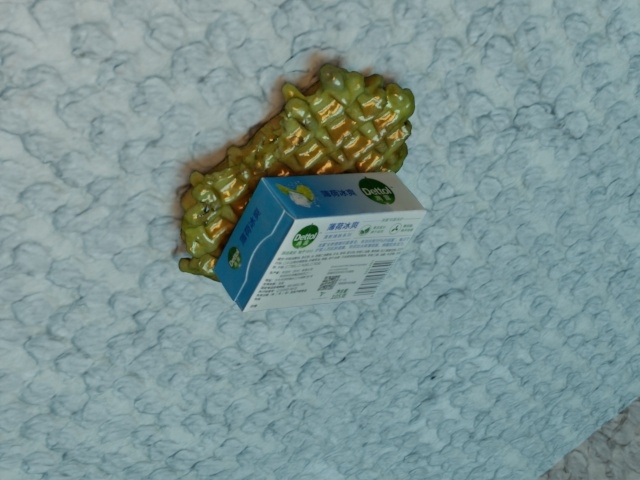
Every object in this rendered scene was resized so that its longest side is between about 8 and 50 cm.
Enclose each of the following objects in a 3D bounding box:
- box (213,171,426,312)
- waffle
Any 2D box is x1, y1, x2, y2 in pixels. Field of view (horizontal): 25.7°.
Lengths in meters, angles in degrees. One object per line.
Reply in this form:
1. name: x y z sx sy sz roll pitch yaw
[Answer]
1. box: 0.000 0.001 1.517 0.194 0.073 0.139 -4 135 -41
2. waffle: -0.027 -0.066 1.531 0.281 0.058 0.301 6 128 -49
